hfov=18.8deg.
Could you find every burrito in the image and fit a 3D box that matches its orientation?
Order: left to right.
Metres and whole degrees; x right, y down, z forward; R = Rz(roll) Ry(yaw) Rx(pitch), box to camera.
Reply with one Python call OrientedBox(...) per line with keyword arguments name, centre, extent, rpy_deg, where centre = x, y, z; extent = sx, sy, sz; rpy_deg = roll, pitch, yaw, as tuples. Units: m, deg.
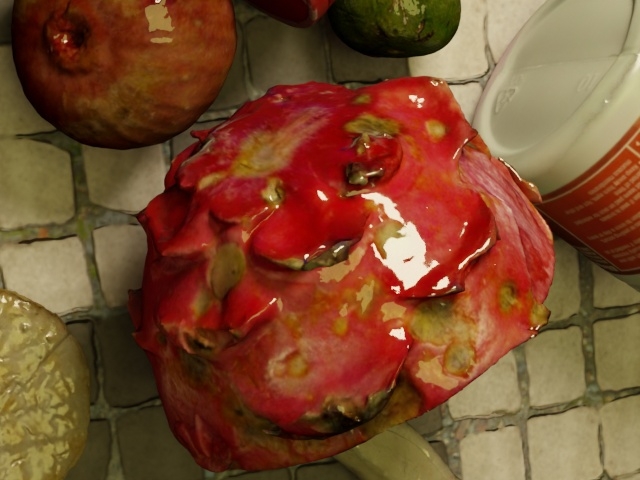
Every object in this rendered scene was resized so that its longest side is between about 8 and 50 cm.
OrientedBox(name="burrito", centre=(0.068, 0.212, 1.800), extent=(0.275, 0.059, 0.082), rpy_deg=(46, 61, -20))

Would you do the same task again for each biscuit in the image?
OrientedBox(name="biscuit", centre=(-0.297, 0.143, 1.648), extent=(0.220, 0.033, 0.220), rpy_deg=(-1, 93, -25))

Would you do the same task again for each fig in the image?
OrientedBox(name="fig", centre=(-0.158, -0.177, 1.620), extent=(0.205, 0.205, 0.205), rpy_deg=(-2, 94, -24))
OrientedBox(name="fig", centre=(0.065, -0.243, 1.744), extent=(0.123, 0.123, 0.156), rpy_deg=(7, 78, -24))

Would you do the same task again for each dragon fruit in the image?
OrientedBox(name="dragon fruit", centre=(0.000, 0.000, 1.585), extent=(0.386, 0.371, 0.249), rpy_deg=(-41, 116, -26))

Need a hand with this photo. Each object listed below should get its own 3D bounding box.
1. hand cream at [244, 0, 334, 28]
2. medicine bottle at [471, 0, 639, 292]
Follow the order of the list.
OrientedBox(name="hand cream", centre=(-0.041, -0.303, 1.630), extent=(0.149, 0.230, 0.230), rpy_deg=(-46, 109, -11))
OrientedBox(name="medicine bottle", centre=(0.301, -0.099, 1.779), extent=(0.241, 0.252, 0.252), rpy_deg=(35, 79, -21))
